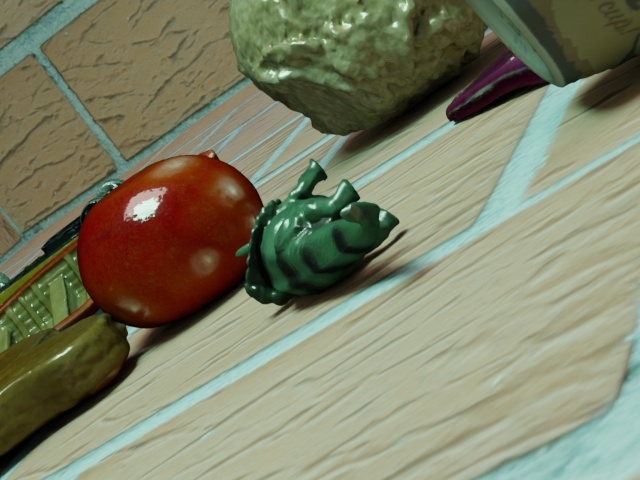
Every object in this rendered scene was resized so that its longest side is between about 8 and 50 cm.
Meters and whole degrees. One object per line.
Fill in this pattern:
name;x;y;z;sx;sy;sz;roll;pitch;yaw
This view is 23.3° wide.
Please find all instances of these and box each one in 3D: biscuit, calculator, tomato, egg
biscuit;-0.375;0.218;1.482;0.394;0.076;0.368;-39;9;-26
calculator;0.190;-0.166;1.370;0.126;0.034;0.190;-44;11;-28
tomato;-0.143;-0.003;1.475;0.195;0.136;0.195;-35;10;7
egg;0.036;-0.249;1.655;0.310;0.279;0.279;-10;28;51

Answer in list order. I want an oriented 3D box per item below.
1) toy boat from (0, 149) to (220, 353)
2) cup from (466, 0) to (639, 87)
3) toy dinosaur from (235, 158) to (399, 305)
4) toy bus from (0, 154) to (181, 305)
toy boat;-0.248;0.040;1.748;0.392;0.079;0.136;-37;35;11
cup;0.225;-0.237;1.138;0.257;0.227;0.301;-41;-20;5
toy dinosaur;0.011;-0.012;1.161;0.120;0.079;0.292;-48;11;-24
toy bus;-0.285;0.029;1.870;0.335;0.123;0.121;-36;11;10
